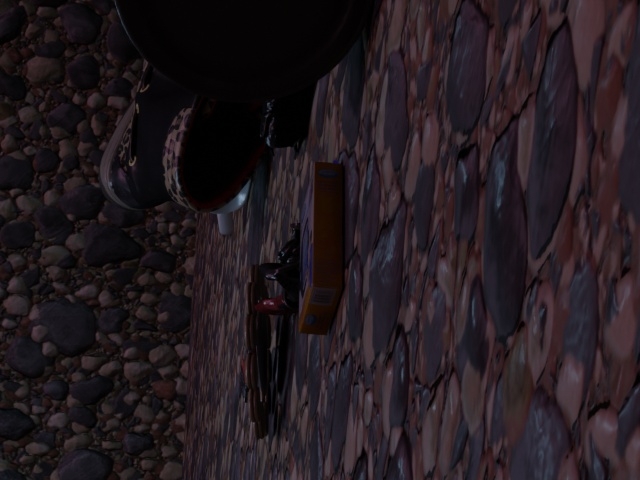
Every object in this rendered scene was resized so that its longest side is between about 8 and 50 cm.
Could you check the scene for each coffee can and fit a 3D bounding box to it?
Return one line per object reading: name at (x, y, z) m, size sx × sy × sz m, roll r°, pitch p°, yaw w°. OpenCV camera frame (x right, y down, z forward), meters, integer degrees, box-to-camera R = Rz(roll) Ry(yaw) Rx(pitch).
coffee can at (-0.066, -0.257, 1.326) m, size 0.275 × 0.202 × 0.201 m, roll -99°, pitch 15°, yaw -64°

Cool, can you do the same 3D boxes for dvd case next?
dvd case at (-0.086, 0.131, 1.955) m, size 0.087 × 0.013 × 0.119 m, roll -114°, pitch 29°, yaw -75°

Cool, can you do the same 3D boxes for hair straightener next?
hair straightener at (-0.035, 0.022, 1.466) m, size 0.230 × 0.047 × 0.089 m, roll 114°, pitch 161°, yaw -85°

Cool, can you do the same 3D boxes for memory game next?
memory game at (-0.065, 0.115, 1.643) m, size 0.186 × 0.012 × 0.186 m, roll -1°, pitch -90°, yaw -86°

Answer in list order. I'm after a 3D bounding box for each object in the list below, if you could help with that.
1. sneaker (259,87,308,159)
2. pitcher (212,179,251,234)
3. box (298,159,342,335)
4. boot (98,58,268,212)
sneaker at (-0.034, -0.134, 1.597) m, size 0.170 × 0.051 × 0.089 m, roll 138°, pitch 137°, yaw -86°
pitcher at (-0.158, -0.127, 2.325) m, size 0.177 × 0.125 × 0.207 m, roll 93°, pitch 165°, yaw -54°
box at (0.000, 0.000, 1.308) m, size 0.081 × 0.028 × 0.136 m, roll 106°, pitch 166°, yaw -56°
boot at (-0.151, -0.204, 2.097) m, size 0.284 × 0.138 × 0.377 m, roll 15°, pitch 78°, yaw 63°
